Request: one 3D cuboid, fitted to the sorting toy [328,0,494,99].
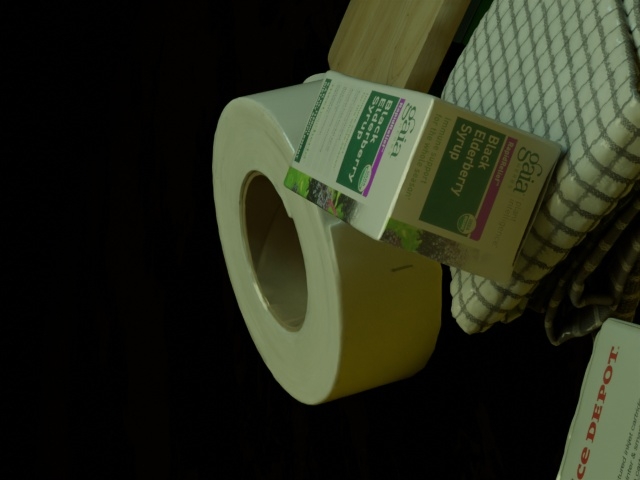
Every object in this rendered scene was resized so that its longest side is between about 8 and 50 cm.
[{"bbox_3d":[0.109,-0.218,1.377,0.255,0.089,0.257,-103,33,-57],"label":"sorting toy"}]

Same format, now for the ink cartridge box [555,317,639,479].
[{"bbox_3d":[0.212,0.133,0.766,0.208,0.086,0.153,-160,85,-72],"label":"ink cartridge box"}]

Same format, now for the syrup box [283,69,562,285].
[{"bbox_3d":[0.059,-0.049,0.975,0.237,0.096,0.093,-145,74,-72],"label":"syrup box"}]

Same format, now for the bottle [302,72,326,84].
[{"bbox_3d":[-0.002,-0.045,1.562,0.118,0.092,0.283,133,148,-58],"label":"bottle"}]

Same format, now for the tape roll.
[{"bbox_3d":[0.000,0.000,1.311,0.286,0.100,0.286,166,90,-69],"label":"tape roll"}]

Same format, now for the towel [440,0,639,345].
[{"bbox_3d":[0.187,-0.091,0.993,0.284,0.121,0.235,-91,25,-46],"label":"towel"}]
